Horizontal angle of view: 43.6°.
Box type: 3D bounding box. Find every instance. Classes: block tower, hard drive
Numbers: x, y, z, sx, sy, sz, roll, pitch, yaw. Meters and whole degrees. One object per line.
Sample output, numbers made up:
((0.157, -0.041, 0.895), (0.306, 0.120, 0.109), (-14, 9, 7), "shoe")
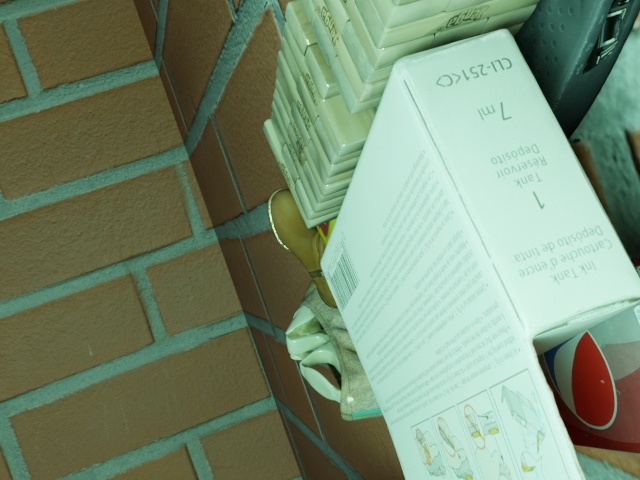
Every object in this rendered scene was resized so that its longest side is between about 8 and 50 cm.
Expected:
((0.038, -0.112, 0.457), (0.335, 0.097, 0.091), (119, 130, -70), "block tower")
((0.103, -0.128, 0.488), (0.254, 0.054, 0.172), (99, 148, -64), "hard drive")

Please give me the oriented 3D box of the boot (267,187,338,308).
((0.000, 0.000, 1.073), (0.197, 0.073, 0.152), (57, 167, 4), "boot")

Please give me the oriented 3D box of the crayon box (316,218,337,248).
((0.036, -0.070, 0.793), (0.202, 0.081, 0.318), (108, 141, -70), "crayon box")

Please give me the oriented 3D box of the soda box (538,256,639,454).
((0.162, 0.064, 0.464), (0.263, 0.083, 0.092), (133, 118, -76), "soda box")

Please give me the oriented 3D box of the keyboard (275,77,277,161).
((-0.031, -0.160, 0.927), (0.014, 0.072, 0.256), (26, 167, 3), "keyboard")

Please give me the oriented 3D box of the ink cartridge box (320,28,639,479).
((0.086, 0.074, 0.457), (0.296, 0.066, 0.261), (109, 142, -70), "ink cartridge box")

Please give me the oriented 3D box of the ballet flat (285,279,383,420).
((0.010, 0.152, 1.167), (0.316, 0.106, 0.107), (-132, 26, -59), "ballet flat")
